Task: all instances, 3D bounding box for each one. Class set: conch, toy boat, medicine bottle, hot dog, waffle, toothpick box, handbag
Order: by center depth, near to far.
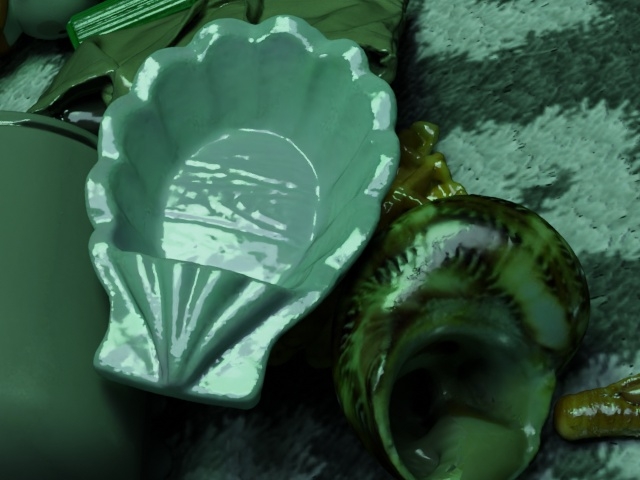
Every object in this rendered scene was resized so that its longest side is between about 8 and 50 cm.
[{"bbox_3d":[0.214,0.100,0.861,0.137,0.028,0.044,-9,39,14],"label":"hot dog"},{"bbox_3d":[0.093,0.065,0.878,0.182,0.124,0.187,-12,85,-16],"label":"conch"},{"bbox_3d":[-0.054,-0.016,0.899,0.200,0.100,0.290,10,56,11],"label":"toy boat"},{"bbox_3d":[-0.205,0.091,0.907,0.229,0.229,0.316,-13,47,9],"label":"toothpick box"},{"bbox_3d":[0.000,0.000,1.020,0.238,0.058,0.243,-12,48,5],"label":"waffle"},{"bbox_3d":[-0.083,-0.139,1.095,0.316,0.109,0.253,-11,20,8],"label":"handbag"},{"bbox_3d":[-0.082,-0.232,1.245,0.309,0.076,0.111,-24,37,-1],"label":"medicine bottle"}]

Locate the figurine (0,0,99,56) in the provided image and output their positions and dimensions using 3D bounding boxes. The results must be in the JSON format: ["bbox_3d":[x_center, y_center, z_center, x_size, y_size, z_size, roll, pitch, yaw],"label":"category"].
[{"bbox_3d":[-0.299,-0.241,1.295,0.271,0.143,0.143,-28,45,-4],"label":"figurine"}]
